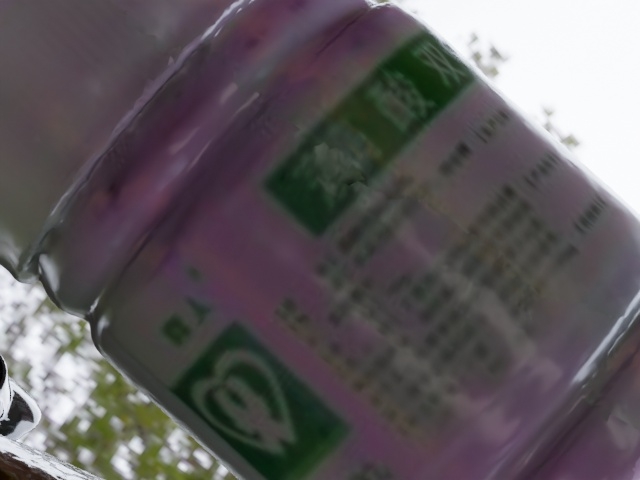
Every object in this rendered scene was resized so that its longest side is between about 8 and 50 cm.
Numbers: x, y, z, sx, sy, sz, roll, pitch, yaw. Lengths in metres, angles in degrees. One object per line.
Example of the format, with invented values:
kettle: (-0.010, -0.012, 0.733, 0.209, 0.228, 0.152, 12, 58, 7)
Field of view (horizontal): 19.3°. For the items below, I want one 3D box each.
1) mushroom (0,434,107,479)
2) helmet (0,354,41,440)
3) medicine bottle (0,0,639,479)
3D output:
mushroom: (-0.184, 0.189, 0.905, 0.263, 0.283, 0.195, -25, -119, 21)
helmet: (-0.328, 0.070, 1.250, 0.230, 0.279, 0.160, 16, -66, 52)
medicine bottle: (0.000, 0.000, 0.836, 0.325, 0.212, 0.212, 42, -92, 3)
